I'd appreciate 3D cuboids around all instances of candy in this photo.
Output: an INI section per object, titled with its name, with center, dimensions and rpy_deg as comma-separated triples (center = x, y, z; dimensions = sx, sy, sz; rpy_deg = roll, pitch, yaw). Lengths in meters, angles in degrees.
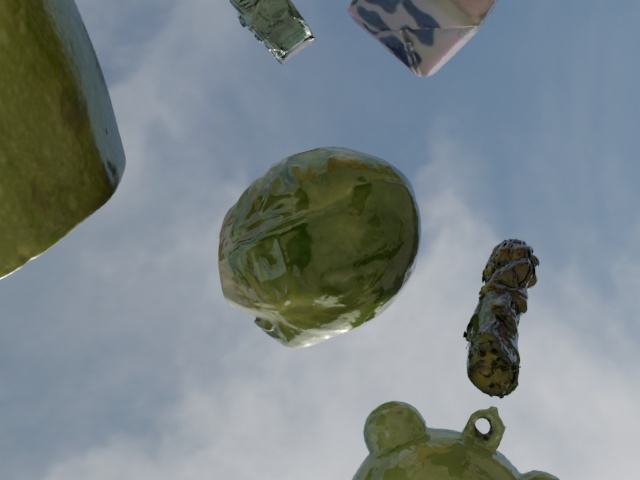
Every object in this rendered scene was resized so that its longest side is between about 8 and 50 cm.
[candy]
center = 0.090, -0.183, 0.615
dimensions = 0.073, 0.092, 0.160
rpy_deg = 37, -106, -6

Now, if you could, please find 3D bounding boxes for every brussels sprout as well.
[brussels sprout]
center = -0.001, -0.004, 0.752
dimensions = 0.155, 0.155, 0.117
rpy_deg = -53, -39, -31

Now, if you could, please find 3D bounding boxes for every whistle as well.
[whistle]
center = 0.045, 0.228, 0.640
dimensions = 0.131, 0.106, 0.288
rpy_deg = 25, -82, 11

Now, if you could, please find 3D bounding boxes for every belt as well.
[belt]
center = -0.056, -0.241, 1.143
dimensions = 0.058, 0.140, 0.105
rpy_deg = -38, -94, 3

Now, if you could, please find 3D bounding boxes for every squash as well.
[squash]
center = -0.145, -0.067, 0.578
dimensions = 0.085, 0.184, 0.192
rpy_deg = 18, -148, -7

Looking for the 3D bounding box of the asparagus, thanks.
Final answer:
[asparagus]
center = 0.110, 0.037, 0.632
dimensions = 0.165, 0.036, 0.030
rpy_deg = -57, -22, -59
